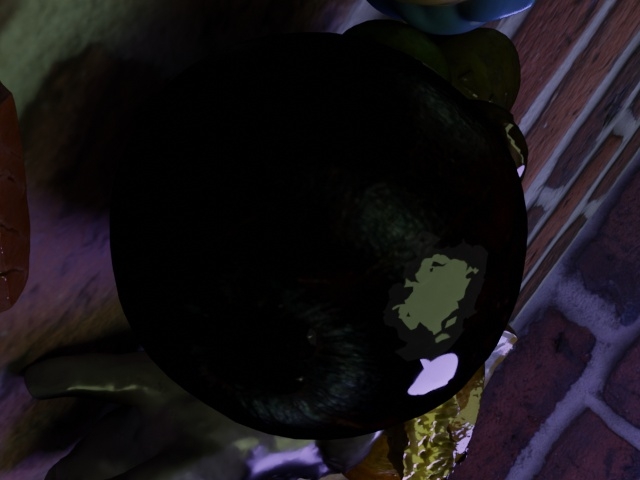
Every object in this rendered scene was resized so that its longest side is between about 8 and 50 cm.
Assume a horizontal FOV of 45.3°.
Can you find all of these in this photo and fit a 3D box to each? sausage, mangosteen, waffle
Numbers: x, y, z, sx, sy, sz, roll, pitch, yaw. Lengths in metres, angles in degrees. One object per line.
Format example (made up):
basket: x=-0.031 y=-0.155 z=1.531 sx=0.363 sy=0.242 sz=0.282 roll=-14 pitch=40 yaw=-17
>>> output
sausage: x=-0.199 y=-0.015 z=0.436 sx=0.065 sy=0.065 sz=0.169 roll=-33 pitch=152 yaw=-38
mangosteen: x=0.000 y=-0.011 z=0.556 sx=0.300 sy=0.300 sz=0.300 roll=-41 pitch=156 yaw=-24
waffle: x=0.078 y=0.087 z=0.770 sx=0.057 sy=0.219 sz=0.229 roll=-5 pitch=114 yaw=-12

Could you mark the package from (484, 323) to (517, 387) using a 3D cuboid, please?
package: x=0.209 y=0.219 z=1.508 sx=0.165 sy=0.221 sz=0.311 roll=-92 pitch=-159 yaw=-58

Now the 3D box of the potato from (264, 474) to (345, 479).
potato: x=-0.030 y=0.340 z=1.229 sx=0.299 sy=0.116 sz=0.239 roll=-52 pitch=155 yaw=9

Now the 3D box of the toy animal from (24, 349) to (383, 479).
toy animal: x=-0.096 y=0.199 z=0.755 sx=0.344 sy=0.194 sz=0.303 roll=-17 pitch=148 yaw=-19

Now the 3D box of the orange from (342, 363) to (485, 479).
orange: x=0.101 y=0.181 z=0.992 sx=0.310 sy=0.274 sz=0.274 roll=-35 pitch=165 yaw=24

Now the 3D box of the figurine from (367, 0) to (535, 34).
figurine: x=0.071 y=-0.212 z=0.514 sx=0.263 sy=0.162 sz=0.143 roll=-30 pitch=141 yaw=-61

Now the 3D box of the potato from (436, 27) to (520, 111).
potato: x=0.143 y=-0.145 z=0.829 sx=0.251 sy=0.113 sz=0.149 roll=-32 pitch=142 yaw=-34
